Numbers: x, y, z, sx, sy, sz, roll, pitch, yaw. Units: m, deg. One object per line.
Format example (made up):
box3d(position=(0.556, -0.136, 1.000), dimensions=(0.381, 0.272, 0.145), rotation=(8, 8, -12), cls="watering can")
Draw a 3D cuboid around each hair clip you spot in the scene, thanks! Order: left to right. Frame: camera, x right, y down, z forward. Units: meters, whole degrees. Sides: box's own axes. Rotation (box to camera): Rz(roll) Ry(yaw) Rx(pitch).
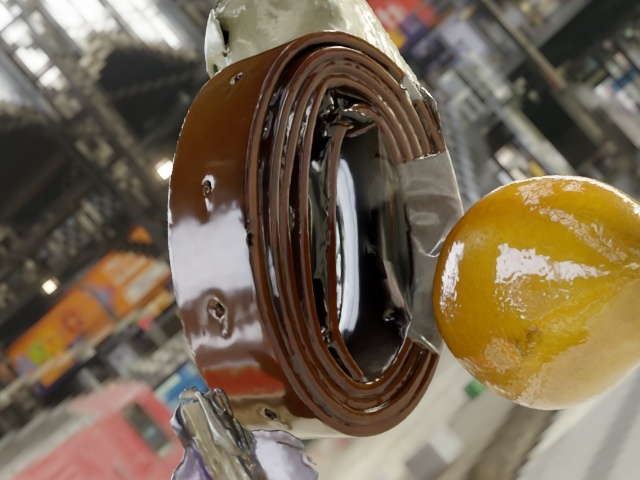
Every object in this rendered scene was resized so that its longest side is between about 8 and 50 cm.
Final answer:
box3d(position=(-0.020, 0.221, 1.155), dimensions=(0.106, 0.292, 0.084), rotation=(-27, -17, 0), cls="hair clip")

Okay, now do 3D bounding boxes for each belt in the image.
box3d(position=(0.000, 0.000, 1.243), dimensions=(0.184, 0.261, 0.105), rotation=(7, -12, -38), cls="belt")

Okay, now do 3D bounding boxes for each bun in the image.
box3d(position=(-0.002, -0.112, 1.474), dimensions=(0.141, 0.239, 0.239), rotation=(-31, -1, 10), cls="bun")

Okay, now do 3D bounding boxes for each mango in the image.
box3d(position=(0.149, 0.029, 1.160), dimensions=(0.112, 0.145, 0.219), rotation=(-25, 0, -28), cls="mango")
